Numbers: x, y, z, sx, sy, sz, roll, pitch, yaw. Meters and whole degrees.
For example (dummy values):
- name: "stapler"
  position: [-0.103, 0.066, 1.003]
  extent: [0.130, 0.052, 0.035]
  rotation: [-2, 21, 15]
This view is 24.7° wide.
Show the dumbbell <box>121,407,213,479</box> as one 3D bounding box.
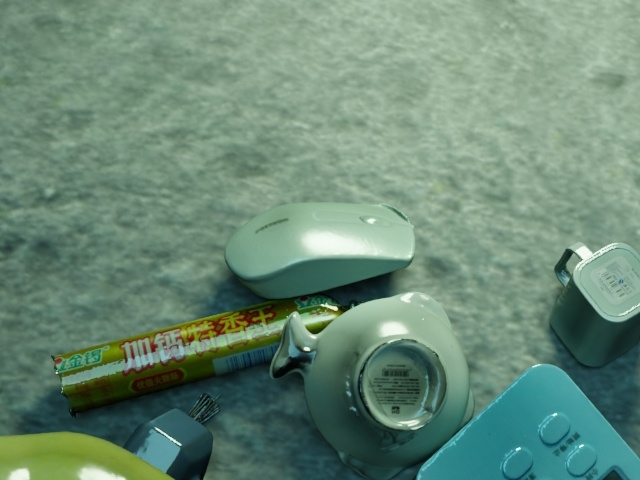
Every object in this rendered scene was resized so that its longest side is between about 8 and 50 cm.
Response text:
- name: "dumbbell"
  position: [-0.085, 0.324, 1.596]
  extent: [0.325, 0.160, 0.144]
  rotation: [31, 103, 13]

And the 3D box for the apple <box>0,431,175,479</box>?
- name: "apple"
  position: [-0.278, 0.419, 1.396]
  extent: [0.474, 0.473, 0.473]
  rotation: [0, 69, 1]

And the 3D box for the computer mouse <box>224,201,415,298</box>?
- name: "computer mouse"
  position: [0.000, 0.000, 1.733]
  extent: [0.231, 0.079, 0.128]
  rotation: [-15, 38, -10]

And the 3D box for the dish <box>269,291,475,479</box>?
- name: "dish"
  position: [0.071, 0.158, 1.657]
  extent: [0.246, 0.078, 0.224]
  rotation: [20, 82, -9]

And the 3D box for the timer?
- name: "timer"
  position: [0.252, 0.295, 1.633]
  extent: [0.232, 0.091, 0.250]
  rotation: [-41, 80, -14]

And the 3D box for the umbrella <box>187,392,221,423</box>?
- name: "umbrella"
  position: [-0.147, 0.207, 1.710]
  extent: [0.031, 0.020, 0.083]
  rotation: [41, 80, 15]

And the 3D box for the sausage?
- name: "sausage"
  position: [-0.123, 0.125, 1.709]
  extent: [0.372, 0.082, 0.082]
  rotation: [-15, 69, -5]

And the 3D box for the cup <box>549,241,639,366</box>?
- name: "cup"
  position: [0.323, 0.062, 1.701]
  extent: [0.095, 0.129, 0.128]
  rotation: [-28, 68, -17]
